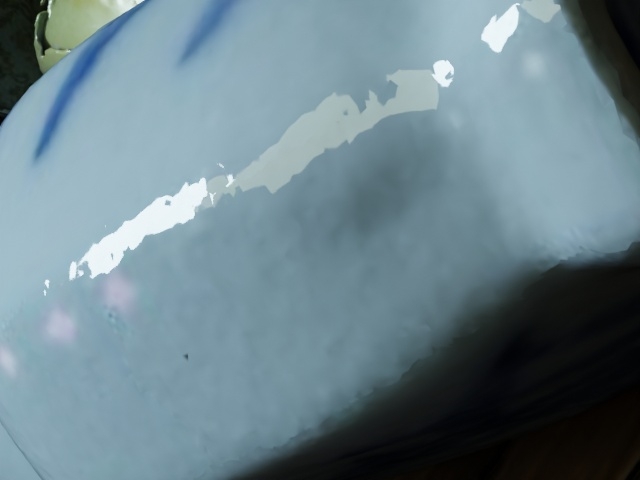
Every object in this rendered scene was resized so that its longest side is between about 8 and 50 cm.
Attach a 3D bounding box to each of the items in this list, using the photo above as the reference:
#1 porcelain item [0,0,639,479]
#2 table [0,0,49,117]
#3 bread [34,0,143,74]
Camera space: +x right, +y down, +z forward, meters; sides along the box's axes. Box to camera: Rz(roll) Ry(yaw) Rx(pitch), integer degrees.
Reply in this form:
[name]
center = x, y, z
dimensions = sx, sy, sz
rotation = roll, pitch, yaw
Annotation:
[porcelain item]
center = 0.000, 0.000, 0.610
dimensions = 0.405, 0.243, 0.178
rotation = -31, 72, 45
[table]
center = -0.228, -0.136, 0.908
dimensions = 0.272, 0.335, 0.222
rotation = -21, 61, 52
[bread]
center = -0.008, -0.138, 0.754
dimensions = 0.261, 0.158, 0.156
rotation = -30, 63, 27
